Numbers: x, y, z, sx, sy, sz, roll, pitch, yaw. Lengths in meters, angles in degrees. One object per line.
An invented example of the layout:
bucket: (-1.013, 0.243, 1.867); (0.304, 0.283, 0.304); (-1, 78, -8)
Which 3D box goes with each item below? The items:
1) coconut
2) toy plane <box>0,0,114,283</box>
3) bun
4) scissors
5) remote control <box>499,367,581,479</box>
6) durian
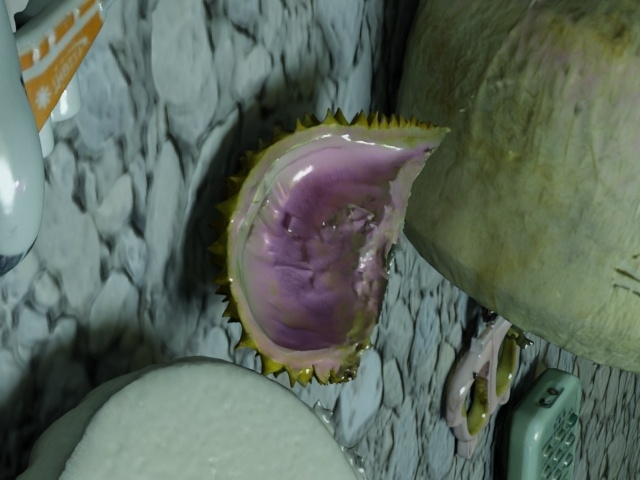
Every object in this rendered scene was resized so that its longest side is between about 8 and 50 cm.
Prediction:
coconut: (0.257, -0.126, 1.293); (0.404, 0.405, 0.404); (-42, 141, -46)
toy plane: (-0.177, -0.069, 0.764); (0.245, 0.117, 0.244); (-43, 141, -48)
bun: (-0.106, 0.212, 1.054); (0.263, 0.175, 0.263); (15, 66, -37)
scissors: (0.164, 0.083, 1.624); (0.160, 0.024, 0.317); (-50, 151, -36)
remote control: (0.237, 0.302, 1.884); (0.128, 0.066, 0.335); (-45, 143, -47)
durian: (0.000, -0.002, 1.139); (0.165, 0.132, 0.182); (-6, 107, -58)
